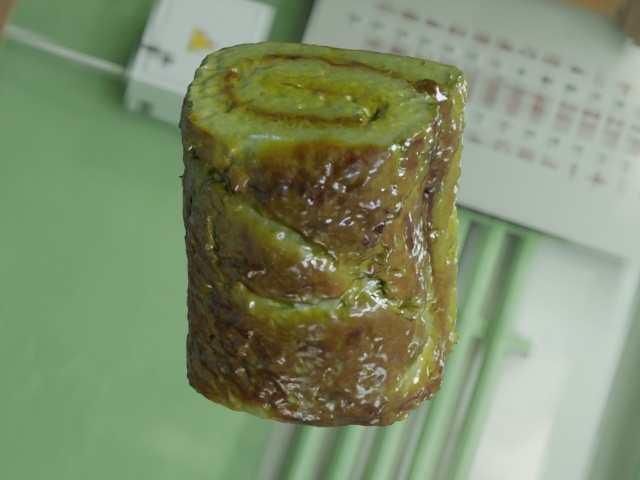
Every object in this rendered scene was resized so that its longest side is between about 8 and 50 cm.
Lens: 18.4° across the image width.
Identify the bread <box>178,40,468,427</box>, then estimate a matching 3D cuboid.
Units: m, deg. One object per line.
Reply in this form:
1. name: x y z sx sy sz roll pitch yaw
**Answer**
1. bread: 0.000 0.000 0.914 0.103 0.132 0.172 -76 170 -50
